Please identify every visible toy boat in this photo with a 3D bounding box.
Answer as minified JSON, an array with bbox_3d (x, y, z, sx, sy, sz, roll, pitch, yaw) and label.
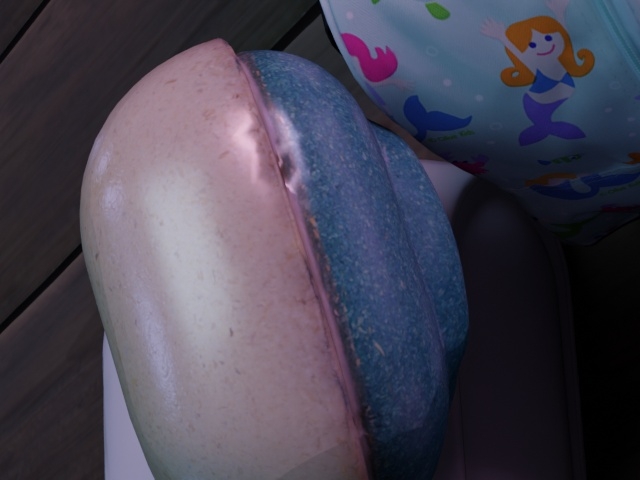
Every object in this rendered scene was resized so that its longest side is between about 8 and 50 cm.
[{"bbox_3d":[0.016,0.084,0.629,0.267,0.148,0.318,141,113,-83],"label":"toy boat"}]

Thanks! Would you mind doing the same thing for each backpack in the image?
[{"bbox_3d":[0.098,-0.125,0.619,0.191,0.253,0.225,-16,69,33],"label":"backpack"}]

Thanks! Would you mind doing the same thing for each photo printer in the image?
[{"bbox_3d":[0.006,0.119,0.816,0.256,0.107,0.308,-15,72,43],"label":"photo printer"}]
